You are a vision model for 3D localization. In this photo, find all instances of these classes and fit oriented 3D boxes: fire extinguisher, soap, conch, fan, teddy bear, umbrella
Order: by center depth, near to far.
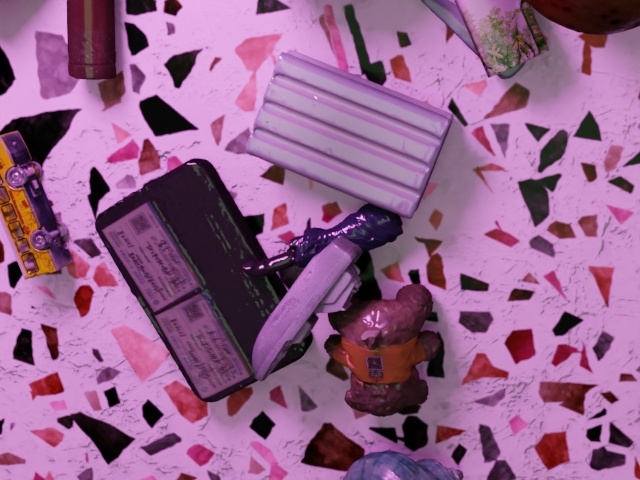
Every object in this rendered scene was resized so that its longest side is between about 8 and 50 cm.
[{"bbox_3d":[0.180,-0.337,1.758,0.282,0.023,0.057,40,108,-2],"label":"fan"},{"bbox_3d":[0.043,-0.157,1.788,0.265,0.087,0.160,22,106,5],"label":"soap"},{"bbox_3d":[-0.347,-0.377,1.820,0.089,0.072,0.268,17,111,48],"label":"fire extinguisher"},{"bbox_3d":[0.002,0.007,1.834,0.248,0.071,0.071,-22,99,4],"label":"umbrella"},{"bbox_3d":[0.093,0.173,1.838,0.177,0.140,0.190,-6,110,8],"label":"teddy bear"},{"bbox_3d":[0.122,0.401,1.887,0.202,0.134,0.196,-4,143,5],"label":"conch"}]

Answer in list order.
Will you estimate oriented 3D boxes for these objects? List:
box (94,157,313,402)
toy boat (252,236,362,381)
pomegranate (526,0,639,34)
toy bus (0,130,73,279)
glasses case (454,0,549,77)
[{"bbox_3d":[-0.181,0.065,1.897,0.211,0.058,0.350,-28,97,16],"label":"box"},{"bbox_3d":[-0.021,0.112,1.804,0.085,0.078,0.260,39,110,7],"label":"toy boat"},{"bbox_3d":[0.407,-0.406,1.574,0.323,0.291,0.291,-2,103,-1],"label":"pomegranate"},{"bbox_3d":[-0.461,-0.055,1.904,0.074,0.081,0.226,-19,99,13],"label":"toy bus"},{"bbox_3d":[0.222,-0.370,1.708,0.095,0.062,0.272,-25,96,6],"label":"glasses case"}]
